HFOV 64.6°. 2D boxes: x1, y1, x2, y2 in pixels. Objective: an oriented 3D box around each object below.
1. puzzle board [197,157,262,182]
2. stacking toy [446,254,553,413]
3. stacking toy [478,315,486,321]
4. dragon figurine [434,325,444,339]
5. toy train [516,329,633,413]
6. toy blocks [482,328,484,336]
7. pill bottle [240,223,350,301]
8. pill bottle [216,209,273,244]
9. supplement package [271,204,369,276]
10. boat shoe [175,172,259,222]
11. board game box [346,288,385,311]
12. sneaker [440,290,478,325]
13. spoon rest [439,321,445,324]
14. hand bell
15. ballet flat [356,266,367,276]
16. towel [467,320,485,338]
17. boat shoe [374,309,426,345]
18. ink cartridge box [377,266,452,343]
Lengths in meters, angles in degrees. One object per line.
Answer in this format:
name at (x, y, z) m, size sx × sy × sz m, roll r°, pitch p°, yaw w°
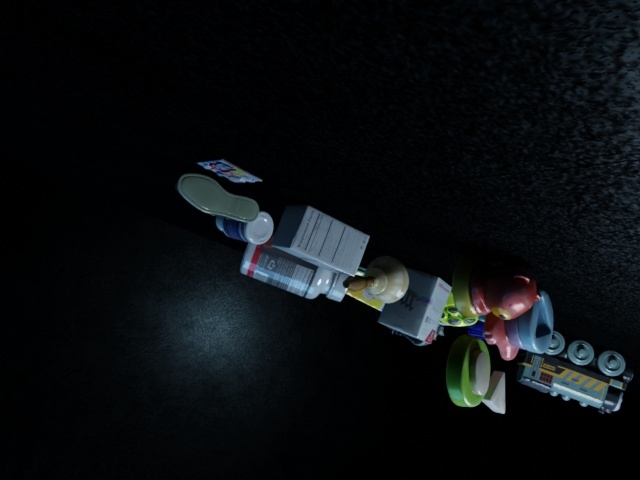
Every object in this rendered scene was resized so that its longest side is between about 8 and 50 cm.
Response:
puzzle board at (-0.187, -0.139, 1.028) m, size 0.096 × 0.011 × 0.128 m, roll 26°, pitch 171°, yaw -33°
stacking toy at (0.367, 0.193, 0.969) m, size 0.130 × 0.279 × 0.309 m, roll -2°, pitch 157°, yaw 42°
stacking toy at (0.505, 0.239, 1.667) m, size 0.167 × 0.052 × 0.221 m, roll 25°, pitch 170°, yaw -31°
dragon figurine at (0.512, 0.344, 2.218) m, size 0.085 × 0.144 × 0.289 m, roll 22°, pitch 153°, yaw 4°
toy train at (0.773, 0.399, 1.567) m, size 0.334 × 0.190 × 0.142 m, roll 19°, pitch 172°, yaw 13°
toy blocks at (0.584, 0.276, 1.547) m, size 0.123 × 0.054 × 0.148 m, roll 30°, pitch 144°, yaw 7°
pill bottle at (-0.066, 0.071, 1.530) m, size 0.319 × 0.176 × 0.176 m, roll 21°, pitch 172°, yaw -3°
pill bottle at (-0.218, -0.047, 1.418) m, size 0.169 × 0.094 × 0.094 m, roll 12°, pitch 168°, yaw 45°
supplement package at (0.000, 0.000, 1.147) m, size 0.179 × 0.105 × 0.105 m, roll 25°, pitch 171°, yaw -28°
boat shoe at (-0.256, -0.097, 1.223) m, size 0.228 × 0.081 × 0.069 m, roll 24°, pitch 168°, yaw -41°
board game box at (0.178, 0.204, 1.987) m, size 0.317 × 0.064 × 0.242 m, roll 27°, pitch 180°, yaw -13°
sneaker at (0.350, 0.182, 1.586) m, size 0.296 × 0.109 × 0.123 m, roll 15°, pitch -167°, yaw 24°
spoon rest at (0.403, 0.253, 1.907) m, size 0.276 × 0.084 × 0.137 m, roll 21°, pitch 172°, yaw -6°
hand bell at (0.116, 0.102, 1.236) m, size 0.126 × 0.126 × 0.242 m, roll 16°, pitch -172°, yaw 28°
ballet flat at (0.007, 0.101, 1.773) m, size 0.349 × 0.123 × 0.123 m, roll 21°, pitch 172°, yaw -6°
towel at (0.740, 0.385, 1.963) m, size 0.228 × 0.076 × 0.308 m, roll 26°, pitch 170°, yaw -31°
boat shoe at (0.369, 0.338, 2.216) m, size 0.156 × 0.186 × 0.500 m, roll 16°, pitch 178°, yaw -13°
ink cartridge box at (0.267, 0.178, 1.421) m, size 0.127 × 0.176 × 0.128 m, roll 18°, pitch 171°, yaw 35°
